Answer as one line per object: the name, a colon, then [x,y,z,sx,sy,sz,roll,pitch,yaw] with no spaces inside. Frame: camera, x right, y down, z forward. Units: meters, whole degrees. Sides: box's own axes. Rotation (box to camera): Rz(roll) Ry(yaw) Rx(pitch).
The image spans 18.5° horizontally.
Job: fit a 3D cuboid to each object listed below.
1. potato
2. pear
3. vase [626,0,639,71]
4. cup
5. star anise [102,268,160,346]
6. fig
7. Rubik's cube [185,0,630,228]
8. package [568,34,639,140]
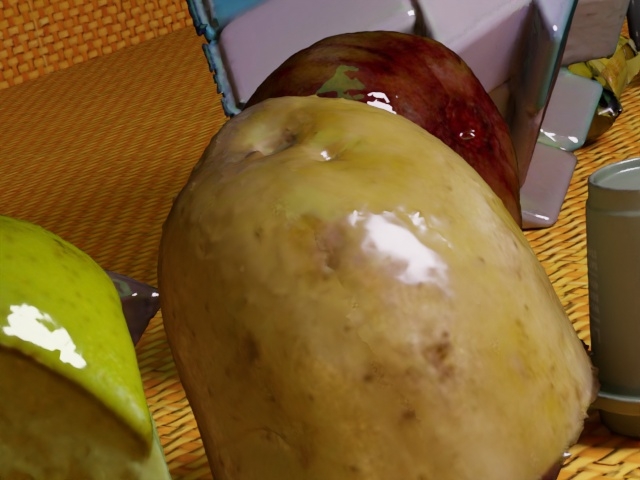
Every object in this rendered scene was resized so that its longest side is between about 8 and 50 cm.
potato: [0.015,0.036,1.041,0.242,0.242,0.285,-9,22,17]
pear: [-0.178,0.120,0.838,0.238,0.255,0.164,-20,15,-5]
vase: [0.471,-0.266,1.976,0.321,0.173,0.173,-6,15,15]
cup: [0.192,0.027,1.089,0.120,0.141,0.120,-11,12,2]
star anise: [-0.258,0.083,1.372,0.315,0.108,0.315,-17,20,6]
fig: [0.000,0.000,1.397,0.217,0.217,0.321,-28,-10,-46]
Rubik's cube: [0.069,-0.179,1.612,0.368,0.358,0.387,-9,53,-13]
package: [0.219,-0.143,1.864,0.168,0.090,0.226,-6,21,20]
